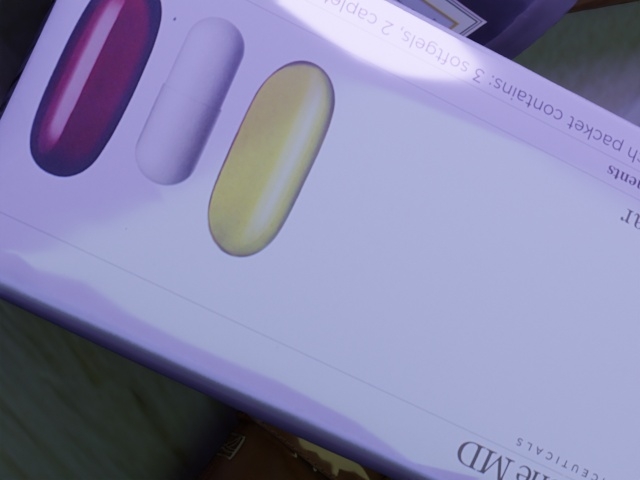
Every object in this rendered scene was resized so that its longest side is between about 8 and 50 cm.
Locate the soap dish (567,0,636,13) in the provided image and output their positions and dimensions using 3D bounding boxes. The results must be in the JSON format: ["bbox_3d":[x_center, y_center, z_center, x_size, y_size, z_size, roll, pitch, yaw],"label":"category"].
[{"bbox_3d":[0.187,-0.265,0.806,0.229,0.118,0.290,-14,106,-30],"label":"soap dish"}]

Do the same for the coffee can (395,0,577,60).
[{"bbox_3d":[-0.026,-0.204,0.631,0.275,0.201,0.201,29,82,-32],"label":"coffee can"}]

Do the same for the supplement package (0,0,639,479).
[{"bbox_3d":[0.000,0.000,0.633,0.262,0.204,0.145,25,83,-11],"label":"supplement package"}]

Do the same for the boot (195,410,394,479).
[{"bbox_3d":[0.053,0.165,0.811,0.283,0.109,0.220,25,80,-25],"label":"boot"}]
